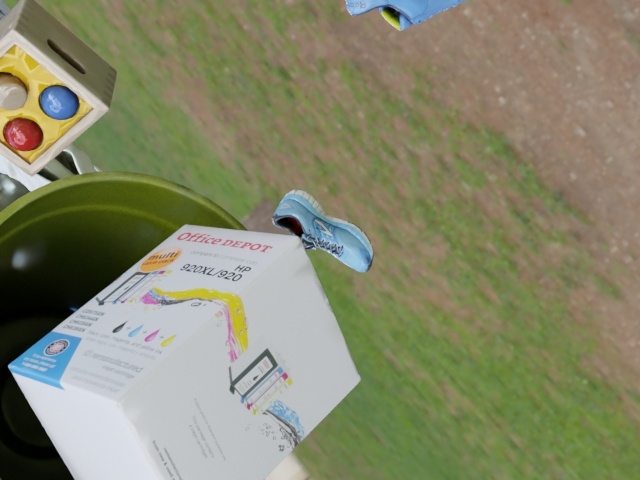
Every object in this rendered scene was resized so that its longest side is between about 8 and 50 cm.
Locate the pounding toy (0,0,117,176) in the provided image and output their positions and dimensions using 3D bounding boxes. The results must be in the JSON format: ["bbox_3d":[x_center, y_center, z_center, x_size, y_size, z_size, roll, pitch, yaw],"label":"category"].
[{"bbox_3d":[-0.284,-0.135,0.997,0.141,0.130,0.100,41,-154,-29],"label":"pounding toy"}]

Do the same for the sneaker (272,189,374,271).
[{"bbox_3d":[0.000,0.000,1.546,0.162,0.073,0.063,33,137,13],"label":"sneaker"}]

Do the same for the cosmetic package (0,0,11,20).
[{"bbox_3d":[-0.557,-0.297,1.433,0.377,0.097,0.284,49,-149,-10],"label":"cosmetic package"}]

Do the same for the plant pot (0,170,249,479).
[{"bbox_3d":[-0.259,0.154,1.212,0.366,0.366,0.353,50,148,-6],"label":"plant pot"}]

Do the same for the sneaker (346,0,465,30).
[{"bbox_3d":[0.101,-0.256,1.130,0.209,0.082,0.069,-6,-162,-43],"label":"sneaker"}]

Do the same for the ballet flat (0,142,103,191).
[{"bbox_3d":[-0.489,-0.164,1.840,0.139,0.139,0.400,46,-178,40],"label":"ballet flat"}]

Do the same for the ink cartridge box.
[{"bbox_3d":[-0.116,0.119,0.998,0.171,0.233,0.168,7,129,44],"label":"ink cartridge box"}]
